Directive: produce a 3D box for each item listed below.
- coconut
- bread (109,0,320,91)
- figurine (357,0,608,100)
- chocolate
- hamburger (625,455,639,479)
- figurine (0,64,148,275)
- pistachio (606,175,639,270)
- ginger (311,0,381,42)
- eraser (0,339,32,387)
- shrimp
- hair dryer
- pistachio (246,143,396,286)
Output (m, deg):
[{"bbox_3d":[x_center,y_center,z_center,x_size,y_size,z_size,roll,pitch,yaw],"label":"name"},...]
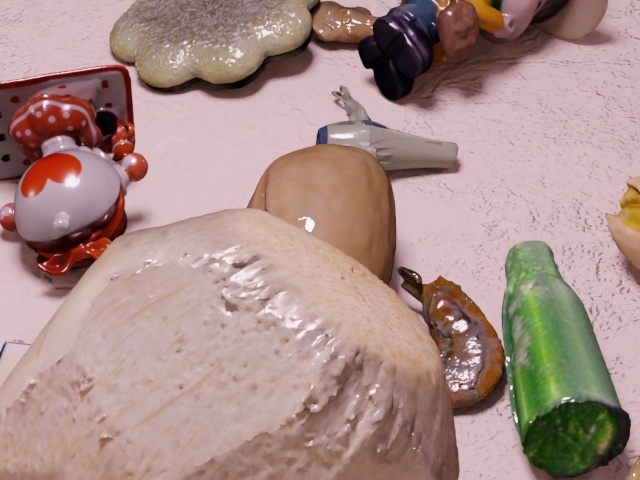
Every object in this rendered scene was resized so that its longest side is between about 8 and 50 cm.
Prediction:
[{"bbox_3d":[-0.088,0.193,1.499,0.415,0.415,0.344,34,12,34],"label":"coconut"},{"bbox_3d":[-0.124,-0.270,2.254,0.286,0.056,0.207,-21,43,-3],"label":"bread"},{"bbox_3d":[0.191,-0.319,2.239,0.332,0.185,0.204,-18,78,-26],"label":"figurine"},{"bbox_3d":[0.233,0.105,1.795,0.110,0.110,0.291,-3,37,-2],"label":"chocolate"},{"bbox_3d":[0.366,0.247,1.561,0.288,0.168,0.192,-10,42,-10],"label":"hamburger"},{"bbox_3d":[-0.276,-0.055,1.975,0.183,0.160,0.226,-11,50,-11],"label":"figurine"},{"bbox_3d":[0.406,0.004,1.904,0.200,0.117,0.145,21,6,35],"label":"pistachio"},{"bbox_3d":[0.059,-0.278,2.299,0.173,0.051,0.069,7,29,-2],"label":"ginger"},{"bbox_3d":[-0.262,0.149,1.807,0.150,0.023,0.104,5,41,7],"label":"eraser"},{"bbox_3d":[0.114,0.099,1.836,0.132,0.052,0.187,-12,44,-14],"label":"shrimp"},{"bbox_3d":[0.085,-0.131,2.133,0.167,0.067,0.199,13,26,3],"label":"hair dryer"},{"bbox_3d":[0.000,0.000,1.879,0.162,0.181,0.293,-32,25,29],"label":"pistachio"}]
